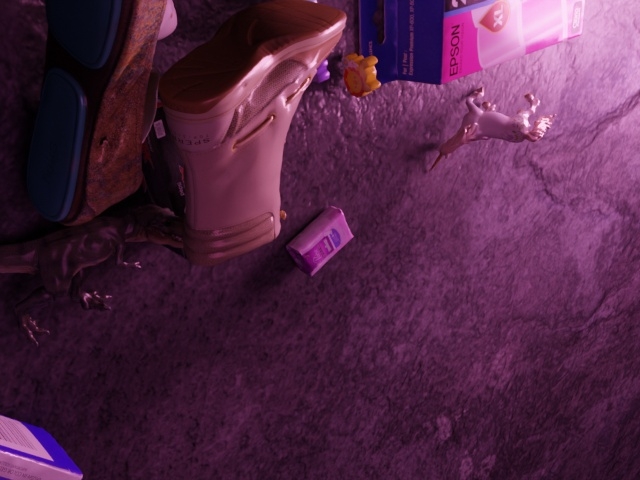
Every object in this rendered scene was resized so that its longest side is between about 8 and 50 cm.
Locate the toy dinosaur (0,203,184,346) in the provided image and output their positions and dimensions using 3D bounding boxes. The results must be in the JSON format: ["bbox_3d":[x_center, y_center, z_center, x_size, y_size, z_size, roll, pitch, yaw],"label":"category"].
[{"bbox_3d":[-0.260,0.033,0.934,0.268,0.064,0.118,-14,127,-25],"label":"toy dinosaur"}]

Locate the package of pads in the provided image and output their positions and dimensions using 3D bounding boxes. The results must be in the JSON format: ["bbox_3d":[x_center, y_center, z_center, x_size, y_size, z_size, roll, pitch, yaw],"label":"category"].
[{"bbox_3d":[0.000,0.000,1.179,0.083,0.032,0.050,-42,131,-19],"label":"package of pads"}]

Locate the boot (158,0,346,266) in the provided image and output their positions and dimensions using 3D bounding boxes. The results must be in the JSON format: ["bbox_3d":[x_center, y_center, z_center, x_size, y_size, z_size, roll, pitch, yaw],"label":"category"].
[{"bbox_3d":[-0.058,-0.113,0.936,0.262,0.095,0.203,-50,148,-45],"label":"boot"}]

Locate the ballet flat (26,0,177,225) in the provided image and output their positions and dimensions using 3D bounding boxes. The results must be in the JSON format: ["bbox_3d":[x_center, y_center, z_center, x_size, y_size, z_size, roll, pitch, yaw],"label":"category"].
[{"bbox_3d":[-0.184,-0.163,0.823,0.123,0.123,0.348,-15,140,-37],"label":"ballet flat"}]

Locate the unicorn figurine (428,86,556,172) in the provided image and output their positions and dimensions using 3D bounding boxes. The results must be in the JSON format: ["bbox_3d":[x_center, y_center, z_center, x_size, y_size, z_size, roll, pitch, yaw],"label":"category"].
[{"bbox_3d":[0.227,-0.156,1.267,0.060,0.162,0.111,62,39,-37],"label":"unicorn figurine"}]

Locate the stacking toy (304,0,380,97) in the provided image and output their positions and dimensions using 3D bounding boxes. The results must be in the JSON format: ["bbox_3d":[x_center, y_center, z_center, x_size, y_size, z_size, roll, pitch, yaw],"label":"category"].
[{"bbox_3d":[-0.020,-0.238,1.027,0.167,0.052,0.221,-28,125,-30],"label":"stacking toy"}]

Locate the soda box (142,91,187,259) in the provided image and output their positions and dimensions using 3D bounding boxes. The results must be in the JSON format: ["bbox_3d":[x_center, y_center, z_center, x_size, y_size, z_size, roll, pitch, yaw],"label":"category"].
[{"bbox_3d":[-0.153,-0.068,0.980,0.053,0.060,0.168,-30,128,-30],"label":"soda box"}]

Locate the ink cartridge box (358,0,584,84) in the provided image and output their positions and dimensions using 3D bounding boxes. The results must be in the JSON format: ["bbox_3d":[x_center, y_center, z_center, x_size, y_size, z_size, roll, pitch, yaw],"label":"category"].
[{"bbox_3d":[0.204,-0.311,1.189,0.371,0.069,0.175,-22,125,-31],"label":"ink cartridge box"}]

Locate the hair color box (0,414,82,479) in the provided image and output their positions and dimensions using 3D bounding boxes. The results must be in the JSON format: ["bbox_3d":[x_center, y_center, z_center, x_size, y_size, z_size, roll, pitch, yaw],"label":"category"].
[{"bbox_3d":[-0.411,0.326,0.913,0.338,0.110,0.185,-56,138,-3],"label":"hair color box"}]
